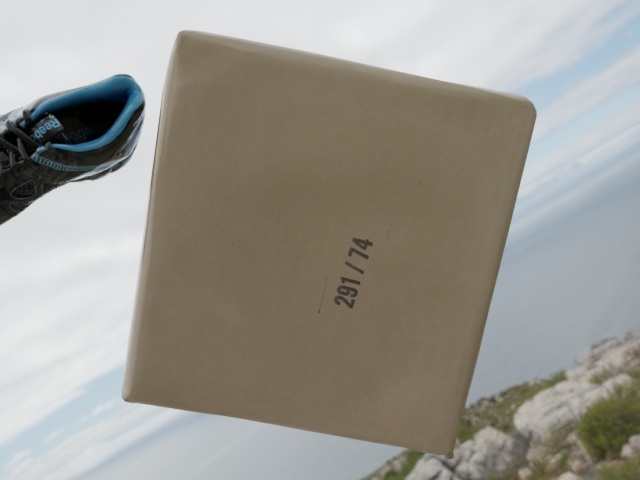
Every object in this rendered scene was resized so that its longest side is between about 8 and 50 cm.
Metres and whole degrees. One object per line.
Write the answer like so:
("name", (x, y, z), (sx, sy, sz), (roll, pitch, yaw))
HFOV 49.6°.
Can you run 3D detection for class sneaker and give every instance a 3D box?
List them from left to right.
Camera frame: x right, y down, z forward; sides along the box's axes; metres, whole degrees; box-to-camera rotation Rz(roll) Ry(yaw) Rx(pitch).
("sneaker", (-0.338, -0.090, 0.737), (0.341, 0.125, 0.140), (-38, 4, -33))

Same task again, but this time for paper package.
("paper package", (0.000, 0.000, 0.639), (0.309, 0.325, 0.168), (10, 12, -4))
